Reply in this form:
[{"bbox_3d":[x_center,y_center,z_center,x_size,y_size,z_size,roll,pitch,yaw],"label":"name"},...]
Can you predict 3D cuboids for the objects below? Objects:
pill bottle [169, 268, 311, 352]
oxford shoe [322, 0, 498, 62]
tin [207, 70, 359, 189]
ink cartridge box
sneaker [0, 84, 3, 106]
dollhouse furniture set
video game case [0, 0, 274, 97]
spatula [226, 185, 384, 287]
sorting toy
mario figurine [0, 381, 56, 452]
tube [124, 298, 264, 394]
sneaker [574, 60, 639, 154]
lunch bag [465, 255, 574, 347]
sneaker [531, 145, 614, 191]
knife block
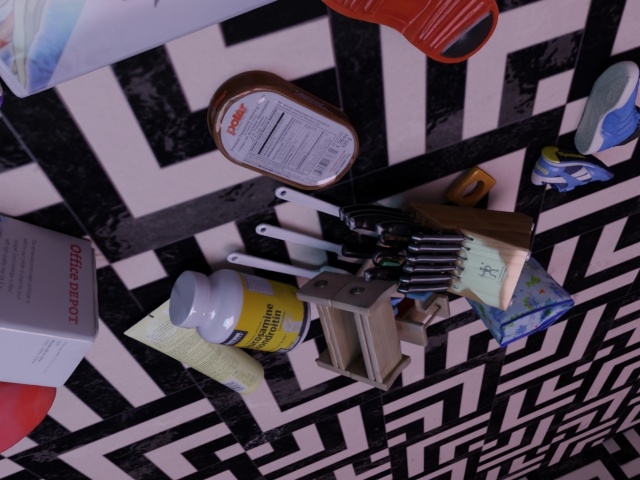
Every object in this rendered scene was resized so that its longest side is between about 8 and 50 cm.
[{"bbox_3d":[-0.111,0.098,0.699,0.184,0.103,0.103,18,122,-38],"label":"pill bottle"},{"bbox_3d":[0.047,-0.252,0.438,0.271,0.098,0.097,18,131,-42],"label":"oxford shoe"},{"bbox_3d":[-0.037,-0.121,0.573,0.189,0.040,0.106,16,119,-36],"label":"tin"},{"bbox_3d":[-0.347,0.050,0.499,0.212,0.154,0.093,20,120,-39],"label":"ink cartridge box"},{"bbox_3d":[-0.352,-0.115,0.405,0.169,0.068,0.071,-4,161,-9],"label":"sneaker"},{"bbox_3d":[0.081,0.093,0.719,0.183,0.128,0.129,-35,121,-40],"label":"dollhouse furniture set"},{"bbox_3d":[-0.169,-0.294,0.336,0.299,0.036,0.329,-23,138,-3],"label":"video game case"},{"bbox_3d":[0.000,0.000,0.718,0.242,0.019,0.168,17,124,-39],"label":"spatula"},{"bbox_3d":[0.156,0.034,0.795,0.195,0.047,0.348,5,129,-37],"label":"sorting toy"},{"bbox_3d":[-0.499,0.179,0.611,0.320,0.170,0.198,4,167,-15],"label":"mario figurine"},{"bbox_3d":[-0.180,0.169,0.777,0.240,0.062,0.070,46,59,-41],"label":"tube"},{"bbox_3d":[0.433,-0.191,0.710,0.084,0.058,0.152,-12,140,-7],"label":"sneaker"},{"bbox_3d":[0.361,0.102,0.914,0.151,0.129,0.096,-26,139,-3],"label":"lunch bag"},{"bbox_3d":[0.393,-0.109,0.782,0.144,0.053,0.059,5,129,-19],"label":"sneaker"},{"bbox_3d":[0.161,-0.003,0.696,0.275,0.242,0.088,-31,137,-61],"label":"knife block"}]
